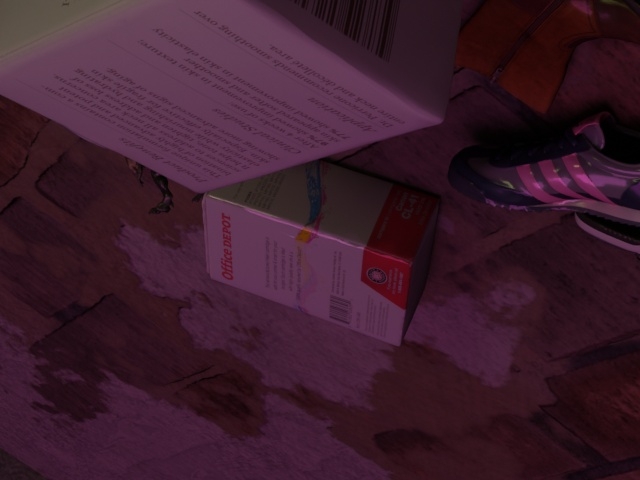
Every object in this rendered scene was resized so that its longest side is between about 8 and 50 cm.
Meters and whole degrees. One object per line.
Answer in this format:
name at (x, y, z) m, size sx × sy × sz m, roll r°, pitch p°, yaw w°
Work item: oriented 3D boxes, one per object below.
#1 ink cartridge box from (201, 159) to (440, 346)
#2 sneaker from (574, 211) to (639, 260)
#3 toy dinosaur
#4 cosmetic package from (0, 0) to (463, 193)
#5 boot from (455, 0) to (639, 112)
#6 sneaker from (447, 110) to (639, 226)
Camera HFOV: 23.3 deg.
ink cartridge box at (0.000, 0.000, 2.202) m, size 0.306 × 0.131 × 0.226 m, roll 21°, pitch 148°, yaw 11°
sneaker at (0.455, 0.037, 1.963) m, size 0.296 × 0.123 × 0.178 m, roll 17°, pitch 137°, yaw 11°
toy dinosaur at (-0.204, -0.105, 2.216) m, size 0.064 × 0.118 × 0.268 m, roll -7°, pitch 174°, yaw -44°
cosmetic package at (-0.097, -0.284, 1.611) m, size 0.329 × 0.327 × 0.394 m, roll 27°, pitch 153°, yaw -38°
boot at (0.288, -0.215, 1.733) m, size 0.264 × 0.096 × 0.280 m, roll 26°, pitch 148°, yaw -1°
sneaker at (0.305, -0.105, 1.891) m, size 0.319 × 0.112 × 0.131 m, roll 7°, pitch 126°, yaw 22°
